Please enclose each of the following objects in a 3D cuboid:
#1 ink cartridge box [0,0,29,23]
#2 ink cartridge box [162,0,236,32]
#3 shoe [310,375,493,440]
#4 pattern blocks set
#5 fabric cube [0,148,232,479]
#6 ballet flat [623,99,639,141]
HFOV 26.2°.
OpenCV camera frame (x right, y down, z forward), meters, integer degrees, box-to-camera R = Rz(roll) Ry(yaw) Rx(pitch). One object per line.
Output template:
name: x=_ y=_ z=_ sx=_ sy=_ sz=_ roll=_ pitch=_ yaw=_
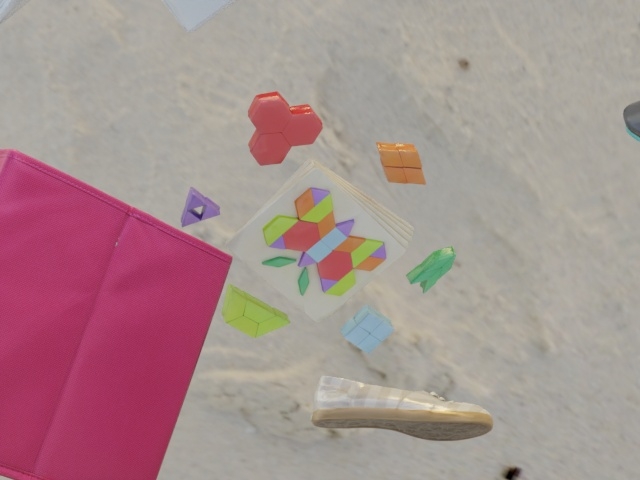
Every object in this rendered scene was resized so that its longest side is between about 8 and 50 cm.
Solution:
ink cartridge box: x=-0.100 y=-0.146 z=0.349 sx=0.150 sy=0.063 sz=0.109 roll=45 pitch=129 yaw=-6
ink cartridge box: x=-0.024 y=-0.436 z=1.629 sx=0.279 sy=0.385 sz=0.160 roll=-29 pitch=103 yaw=37
shoe: x=0.099 y=0.197 z=1.641 sx=0.219 sy=0.076 sz=0.058 roll=5 pitch=64 yaw=-3
pattern blocks set: x=0.000 y=0.000 z=1.501 sx=0.285 sy=0.324 sz=0.026 roll=-53 pitch=33 yaw=21
fabric cube: x=-0.279 y=0.087 z=1.276 sx=0.254 sy=0.259 sz=0.258 roll=-1 pitch=67 yaw=51
ballet flat: x=0.296 y=-0.072 z=0.882 sx=0.203 sy=0.074 sz=0.074 roll=24 pitch=84 yaw=24
